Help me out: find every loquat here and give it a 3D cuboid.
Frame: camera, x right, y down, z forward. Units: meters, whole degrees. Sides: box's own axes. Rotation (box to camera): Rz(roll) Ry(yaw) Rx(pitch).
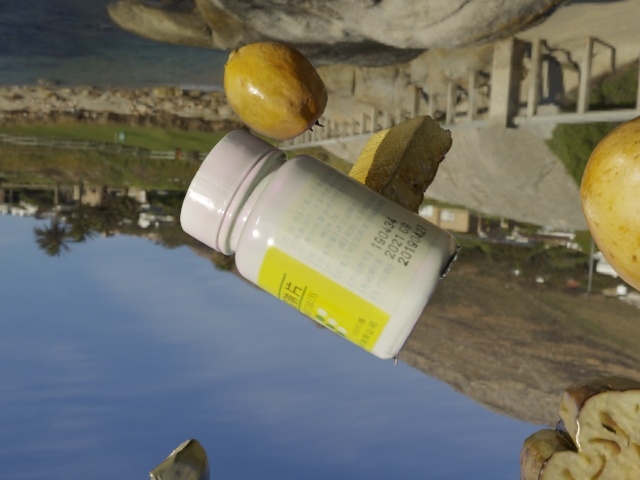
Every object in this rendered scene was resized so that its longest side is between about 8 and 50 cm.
[{"bbox_3d":[-0.084,-0.300,1.401,0.234,0.187,0.176,36,139,-13],"label":"loquat"}]

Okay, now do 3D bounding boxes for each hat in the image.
[{"bbox_3d":[-0.184,0.374,0.987,0.084,0.175,0.147,-16,168,-20],"label":"hat"}]

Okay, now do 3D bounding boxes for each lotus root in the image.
[{"bbox_3d":[0.435,0.352,1.098,0.316,0.316,0.250,2,-179,-5],"label":"lotus root"}]

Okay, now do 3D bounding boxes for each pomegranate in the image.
[{"bbox_3d":[0.504,-0.051,0.962,0.307,0.308,0.307,2,-173,0],"label":"pomegranate"}]

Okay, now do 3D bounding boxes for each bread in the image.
[{"bbox_3d":[0.130,-0.105,1.368,0.114,0.275,0.184,41,150,-24],"label":"bread"}]

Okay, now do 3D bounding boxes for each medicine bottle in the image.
[{"bbox_3d":[0.000,0.000,1.050,0.378,0.214,0.213,30,-168,9],"label":"medicine bottle"}]
